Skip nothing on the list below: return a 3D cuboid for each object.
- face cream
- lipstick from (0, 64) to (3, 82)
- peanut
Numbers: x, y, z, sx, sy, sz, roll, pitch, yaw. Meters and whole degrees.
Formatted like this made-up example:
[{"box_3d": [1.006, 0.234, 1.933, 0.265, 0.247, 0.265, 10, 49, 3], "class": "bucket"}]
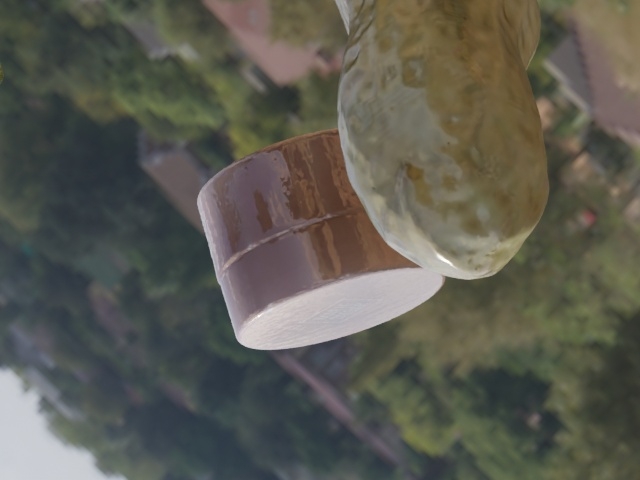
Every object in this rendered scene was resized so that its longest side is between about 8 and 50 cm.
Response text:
[{"box_3d": [0.000, 0.000, 1.302, 0.149, 0.149, 0.104, 74, 178, -73], "class": "face cream"}, {"box_3d": [-0.332, -0.062, 1.284, 0.304, 0.076, 0.076, -28, 116, 33], "class": "lipstick"}, {"box_3d": [0.063, -0.094, 1.027, 0.125, 0.111, 0.274, 38, -141, -42], "class": "peanut"}]
